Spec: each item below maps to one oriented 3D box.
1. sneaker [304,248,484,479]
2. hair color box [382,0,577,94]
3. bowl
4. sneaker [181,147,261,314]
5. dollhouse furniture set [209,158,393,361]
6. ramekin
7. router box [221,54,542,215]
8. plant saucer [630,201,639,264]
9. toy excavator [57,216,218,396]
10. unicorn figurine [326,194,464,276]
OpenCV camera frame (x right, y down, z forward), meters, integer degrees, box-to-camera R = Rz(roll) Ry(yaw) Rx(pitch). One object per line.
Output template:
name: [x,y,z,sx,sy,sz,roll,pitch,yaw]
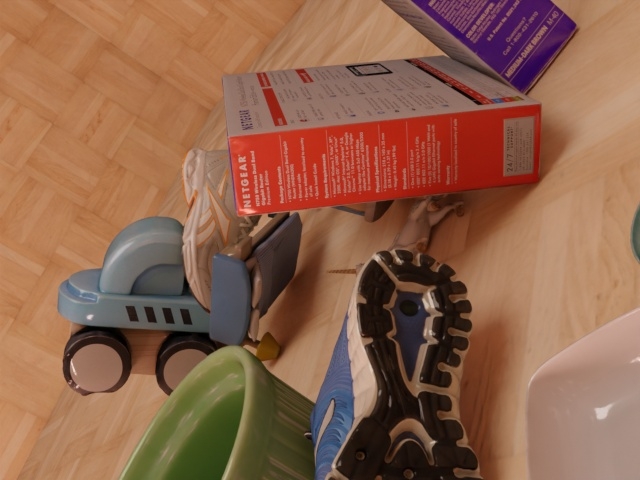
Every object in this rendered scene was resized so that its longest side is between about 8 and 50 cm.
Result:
sneaker: [0.054,0.176,0.608,0.147,0.130,0.329,109,174,-56]
hair color box: [0.116,-0.321,0.881,0.110,0.339,0.185,-54,19,12]
bowl: [0.190,0.112,0.439,0.142,0.053,0.142,-43,23,37]
sneaker: [-0.137,-0.021,1.118,0.099,0.121,0.262,59,-154,-75]
dollhouse furniture set: [0.000,0.000,1.084,0.286,0.198,0.303,-47,-30,-57]
ramekin: [-0.096,0.271,0.743,0.303,0.148,0.303,-48,21,25]
router box: [0.043,-0.136,0.860,0.335,0.301,0.082,-109,13,-67]
plant saucer: [0.267,-0.021,0.512,0.119,0.021,0.119,-47,21,25]
toy excavator: [-0.206,0.019,1.261,0.222,0.433,0.444,-131,47,-71]
unicorn figurine: [0.100,0.001,0.856,0.162,0.060,0.111,-45,14,-18]
